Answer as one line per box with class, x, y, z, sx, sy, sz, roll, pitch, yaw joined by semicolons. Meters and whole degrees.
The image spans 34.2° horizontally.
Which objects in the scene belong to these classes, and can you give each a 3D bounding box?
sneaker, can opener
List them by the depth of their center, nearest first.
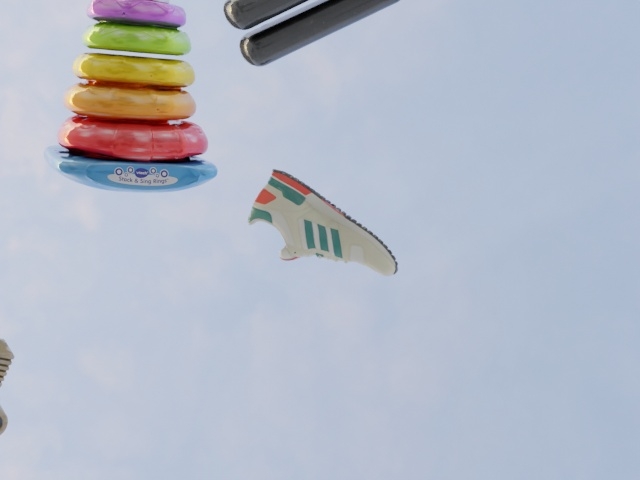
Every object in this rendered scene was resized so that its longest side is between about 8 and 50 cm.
can opener;0.054;-0.243;0.952;0.283;0.095;0.076;-28;-64;-9
sneaker;0.000;0.000;1.046;0.161;0.057;0.075;36;-87;0

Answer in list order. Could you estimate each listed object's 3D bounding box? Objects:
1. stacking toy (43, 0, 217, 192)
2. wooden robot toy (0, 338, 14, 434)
stacking toy;-0.196;-0.208;1.111;0.175;0.166;0.302;1;-80;-22
wooden robot toy;-0.269;0.157;0.752;0.173;0.076;0.079;-52;-139;-3
